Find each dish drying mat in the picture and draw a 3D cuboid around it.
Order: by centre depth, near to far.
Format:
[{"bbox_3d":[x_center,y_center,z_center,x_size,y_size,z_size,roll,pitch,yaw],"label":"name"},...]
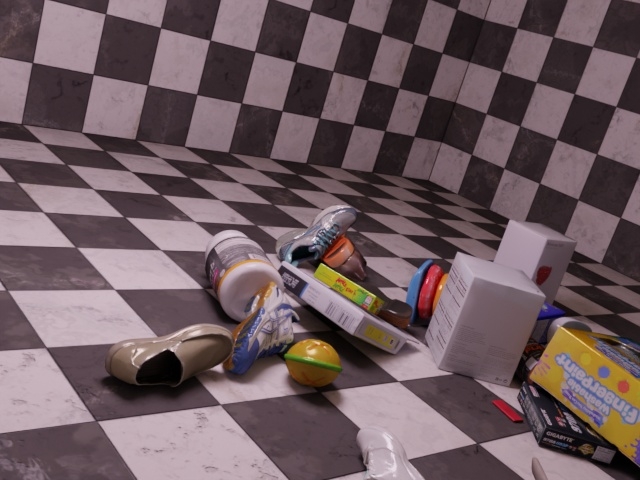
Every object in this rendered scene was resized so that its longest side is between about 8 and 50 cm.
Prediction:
[{"bbox_3d":[0.442,0.404,1.758,0.032,0.008,0.083,7,20,-30],"label":"dish drying mat"}]

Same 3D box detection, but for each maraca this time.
[{"bbox_3d":[-0.018,0.263,1.599,0.127,0.099,0.186,18,-10,-5],"label":"maraca"}]

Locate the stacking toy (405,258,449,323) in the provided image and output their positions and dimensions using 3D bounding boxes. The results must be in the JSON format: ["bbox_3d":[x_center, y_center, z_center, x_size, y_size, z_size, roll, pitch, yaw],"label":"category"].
[{"bbox_3d":[0.408,0.175,2.120,0.301,0.175,0.166,14,16,19],"label":"stacking toy"}]

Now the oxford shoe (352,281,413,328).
[{"bbox_3d":[0.157,0.185,2.080,0.212,0.076,0.076,29,46,27],"label":"oxford shoe"}]

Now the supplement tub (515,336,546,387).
[{"bbox_3d":[0.556,0.320,1.982,0.106,0.106,0.198,11,17,-22],"label":"supplement tub"}]

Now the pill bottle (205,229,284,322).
[{"bbox_3d":[-0.203,0.082,1.886,0.162,0.162,0.278,10,17,-24],"label":"pill bottle"}]

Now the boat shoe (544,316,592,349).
[{"bbox_3d":[0.697,0.291,2.080,0.367,0.136,0.156,28,-3,-39],"label":"boat shoe"}]

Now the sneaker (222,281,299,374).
[{"bbox_3d":[-0.116,0.210,1.642,0.131,0.112,0.296,48,30,-12],"label":"sneaker"}]

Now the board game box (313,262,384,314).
[{"bbox_3d":[0.076,0.130,1.987,0.181,0.043,0.092,30,-3,23],"label":"board game box"}]

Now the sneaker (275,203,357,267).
[{"bbox_3d":[0.000,0.000,2.289,0.110,0.283,0.122,53,8,-34],"label":"sneaker"}]

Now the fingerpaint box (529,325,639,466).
[{"bbox_3d":[0.785,0.394,1.740,0.371,0.163,0.445,12,20,-40],"label":"fingerpaint box"}]

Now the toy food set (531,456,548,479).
[{"bbox_3d":[0.561,0.506,1.383,0.306,0.092,0.220,16,16,-6],"label":"toy food set"}]

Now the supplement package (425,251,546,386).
[{"bbox_3d":[0.424,0.202,1.948,0.199,0.263,0.198,16,16,-7],"label":"supplement package"}]

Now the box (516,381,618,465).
[{"bbox_3d":[0.572,0.425,1.740,0.175,0.051,0.220,18,16,-2],"label":"box"}]

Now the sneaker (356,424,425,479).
[{"bbox_3d":[0.106,0.403,1.303,0.094,0.080,0.212,-6,26,-28],"label":"sneaker"}]

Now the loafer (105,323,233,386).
[{"bbox_3d":[-0.276,0.232,1.435,0.268,0.102,0.092,-8,30,-37],"label":"loafer"}]

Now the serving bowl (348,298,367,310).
[{"bbox_3d":[0.119,0.176,2.148,0.083,0.027,0.083,17,16,-5],"label":"serving bowl"}]

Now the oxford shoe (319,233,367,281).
[{"bbox_3d":[0.070,0.057,2.403,0.133,0.130,0.364,47,5,-11],"label":"oxford shoe"}]

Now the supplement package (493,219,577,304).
[{"bbox_3d":[0.713,0.098,2.547,0.177,0.293,0.175,4,20,-36],"label":"supplement package"}]

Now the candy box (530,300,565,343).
[{"bbox_3d":[0.553,0.218,2.292,0.317,0.122,0.268,2,23,-46],"label":"candy box"}]

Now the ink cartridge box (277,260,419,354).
[{"bbox_3d":[0.068,0.187,1.926,0.303,0.072,0.307,30,-4,39],"label":"ink cartridge box"}]
